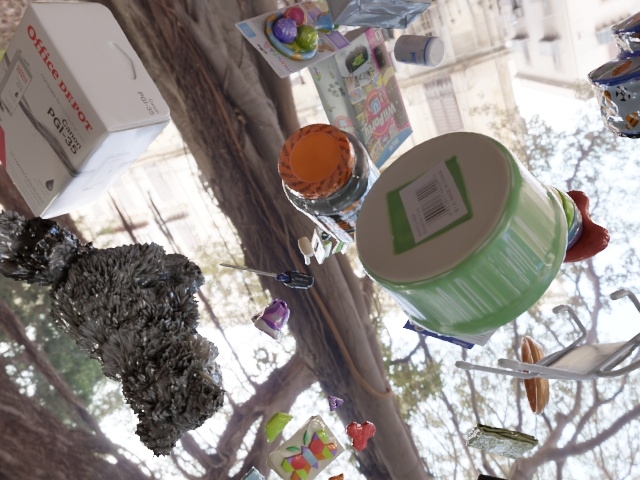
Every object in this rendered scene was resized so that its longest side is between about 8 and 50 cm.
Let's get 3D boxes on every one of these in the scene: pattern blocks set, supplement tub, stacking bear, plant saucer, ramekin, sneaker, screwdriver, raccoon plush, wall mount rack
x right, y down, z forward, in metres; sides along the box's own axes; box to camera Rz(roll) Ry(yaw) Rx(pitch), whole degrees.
[{"bbox_3d":[-0.033,0.556,1.300,0.325,0.285,0.026,-52,-163,-10],"label":"pattern blocks set"},{"bbox_3d":[0.037,-0.122,1.113,0.193,0.194,0.316,-16,160,16],"label":"supplement tub"},{"bbox_3d":[0.464,-0.063,1.092,0.164,0.289,0.175,-40,-138,35],"label":"stacking bear"},{"bbox_3d":[0.554,0.345,1.288,0.037,0.200,0.200,-6,-154,12],"label":"plant saucer"},{"bbox_3d":[0.198,-0.020,0.773,0.303,0.148,0.303,-27,-136,30],"label":"ramekin"},{"bbox_3d":[0.241,-0.462,1.217,0.107,0.071,0.071,24,-131,40],"label":"supplement tub"},{"bbox_3d":[-0.138,0.220,1.452,0.104,0.095,0.236,-59,-172,-10],"label":"sneaker"},{"bbox_3d":[-0.072,0.049,0.683,0.170,0.025,0.024,10,-160,-46],"label":"screwdriver"},{"bbox_3d":[-0.345,0.159,0.766,0.216,0.446,0.299,-54,-141,26],"label":"raccoon plush"},{"bbox_3d":[0.455,0.218,0.987,0.304,0.130,0.350,-28,169,-13],"label":"wall mount rack"}]

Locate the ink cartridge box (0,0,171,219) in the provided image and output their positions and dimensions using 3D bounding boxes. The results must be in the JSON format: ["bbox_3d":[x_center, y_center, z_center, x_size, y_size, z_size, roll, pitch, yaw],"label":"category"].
[{"bbox_3d":[-0.388,-0.190,0.767,0.283,0.207,0.117,-30,-178,38],"label":"ink cartridge box"}]

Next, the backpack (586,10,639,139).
[{"bbox_3d":[0.567,-0.275,0.776,0.263,0.213,0.276,-30,-175,17],"label":"backpack"}]

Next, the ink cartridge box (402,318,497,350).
[{"bbox_3d":[0.536,0.314,1.990,0.324,0.330,0.071,18,-143,-5],"label":"ink cartridge box"}]

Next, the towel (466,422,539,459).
[{"bbox_3d":[0.331,0.375,0.929,0.110,0.148,0.027,11,-119,11],"label":"towel"}]

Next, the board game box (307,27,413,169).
[{"bbox_3d":[0.109,-0.356,1.266,0.097,0.303,0.224,4,-141,40],"label":"board game box"}]

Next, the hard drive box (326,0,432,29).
[{"bbox_3d":[0.088,-0.528,0.937,0.181,0.232,0.089,-10,172,-31],"label":"hard drive box"}]

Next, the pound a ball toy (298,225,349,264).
[{"bbox_3d":[0.000,0.000,1.993,0.208,0.136,0.319,-23,168,-9],"label":"pound a ball toy"}]

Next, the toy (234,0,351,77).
[{"bbox_3d":[-0.038,-0.422,0.992,0.237,0.137,0.056,-40,178,-42],"label":"toy"}]

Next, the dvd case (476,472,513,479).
[{"bbox_3d":[0.336,0.353,0.627,0.179,0.238,0.030,-13,-131,47],"label":"dvd case"}]
